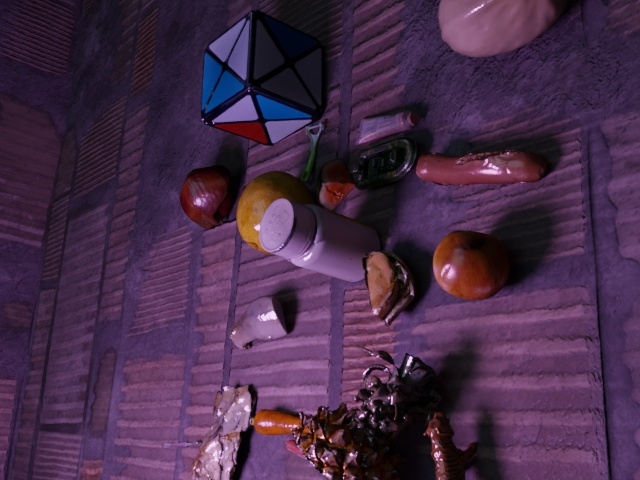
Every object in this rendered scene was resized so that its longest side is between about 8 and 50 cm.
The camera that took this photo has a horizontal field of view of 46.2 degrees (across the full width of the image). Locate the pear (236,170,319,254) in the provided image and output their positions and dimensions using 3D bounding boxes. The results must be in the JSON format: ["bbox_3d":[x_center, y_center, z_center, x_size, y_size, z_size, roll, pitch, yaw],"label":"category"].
[{"bbox_3d":[-0.109,-0.061,1.859,0.209,0.208,0.209,-21,62,45],"label":"pear"}]

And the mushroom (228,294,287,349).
[{"bbox_3d":[-0.168,0.213,1.935,0.225,0.093,0.116,-23,81,39],"label":"mushroom"}]

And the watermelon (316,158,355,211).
[{"bbox_3d":[0.042,-0.149,1.836,0.094,0.125,0.135,5,60,22],"label":"watermelon"}]

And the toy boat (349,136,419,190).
[{"bbox_3d":[0.150,-0.179,1.718,0.210,0.052,0.104,-12,66,49],"label":"toy boat"}]

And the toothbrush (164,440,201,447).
[{"bbox_3d":[-0.395,0.583,2.140,0.194,0.017,0.014,-21,56,48],"label":"toothbrush"}]

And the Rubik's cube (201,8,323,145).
[{"bbox_3d":[-0.157,-0.432,2.026,0.248,0.250,0.247,-24,60,47],"label":"Rubik's cube"}]

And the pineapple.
[{"bbox_3d":[0.122,0.340,1.461,0.272,0.262,0.262,-53,41,7],"label":"pineapple"}]

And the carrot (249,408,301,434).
[{"bbox_3d":[-0.066,0.433,1.772,0.256,0.061,0.061,-8,71,38],"label":"carrot"}]

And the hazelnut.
[{"bbox_3d":[-0.335,-0.133,2.230,0.202,0.160,0.170,101,-178,-66],"label":"hazelnut"}]

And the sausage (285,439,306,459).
[{"bbox_3d":[-0.012,0.489,1.697,0.223,0.029,0.029,5,81,51],"label":"sausage"}]

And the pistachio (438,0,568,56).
[{"bbox_3d":[0.348,-0.472,1.473,0.226,0.208,0.332,-42,7,-31],"label":"pistachio"}]

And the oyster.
[{"bbox_3d":[-0.276,0.539,1.944,0.201,0.107,0.355,5,81,55],"label":"oyster"}]

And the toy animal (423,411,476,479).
[{"bbox_3d":[0.240,0.433,1.353,0.056,0.099,0.241,-28,56,43],"label":"toy animal"}]

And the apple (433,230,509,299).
[{"bbox_3d":[0.283,0.040,1.403,0.146,0.146,0.147,-21,62,45],"label":"apple"}]

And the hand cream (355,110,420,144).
[{"bbox_3d":[0.152,-0.269,1.761,0.209,0.043,0.067,-2,74,56],"label":"hand cream"}]

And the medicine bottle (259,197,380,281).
[{"bbox_3d":[0.000,0.000,1.671,0.143,0.258,0.143,-21,61,45],"label":"medicine bottle"}]

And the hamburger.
[{"bbox_3d":[0.159,0.089,1.594,0.102,0.087,0.176,-30,48,28],"label":"hamburger"}]

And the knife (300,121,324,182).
[{"bbox_3d":[-0.023,-0.230,1.969,0.078,0.022,0.166,-9,69,56],"label":"knife"}]

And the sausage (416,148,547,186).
[{"bbox_3d":[0.310,-0.144,1.494,0.304,0.078,0.078,5,82,51],"label":"sausage"}]
